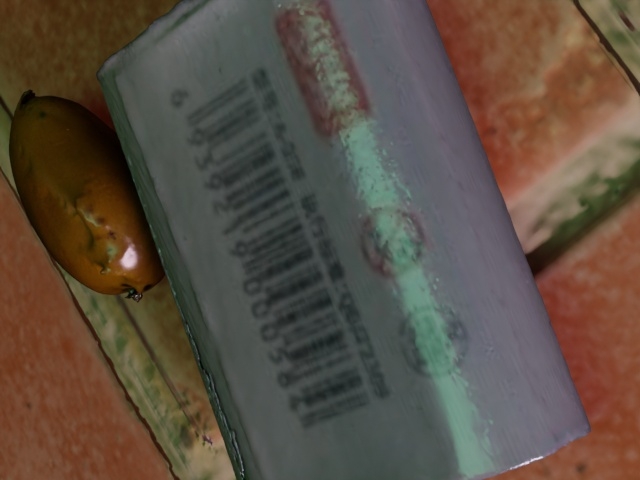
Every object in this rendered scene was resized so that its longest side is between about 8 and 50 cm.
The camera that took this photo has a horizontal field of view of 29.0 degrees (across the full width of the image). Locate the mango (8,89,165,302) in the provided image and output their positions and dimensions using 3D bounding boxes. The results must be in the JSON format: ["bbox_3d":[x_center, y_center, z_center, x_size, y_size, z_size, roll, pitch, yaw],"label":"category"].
[{"bbox_3d":[-0.116,-0.024,0.631,0.127,0.063,0.077,51,146,24],"label":"mango"}]

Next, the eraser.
[{"bbox_3d":[0.000,0.000,0.537,0.174,0.081,0.227,-25,83,41],"label":"eraser"}]
